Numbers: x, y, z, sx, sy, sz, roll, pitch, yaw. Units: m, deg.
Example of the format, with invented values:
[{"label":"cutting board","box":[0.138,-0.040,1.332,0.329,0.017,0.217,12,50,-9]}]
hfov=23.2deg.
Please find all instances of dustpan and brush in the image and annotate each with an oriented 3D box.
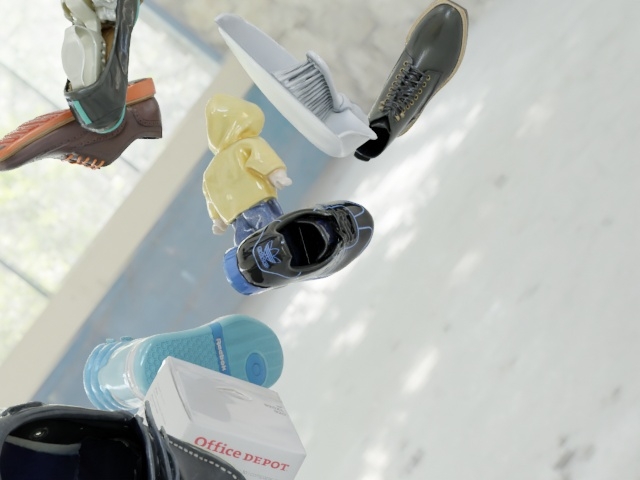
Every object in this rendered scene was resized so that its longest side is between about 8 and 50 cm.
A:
[{"label":"dustpan and brush","box":[0.002,-0.112,1.257,0.060,0.147,0.211,-44,-19,-5]}]

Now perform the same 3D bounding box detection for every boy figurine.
[{"label":"boy figurine","box":[-0.104,-0.071,2.184,0.177,0.092,0.285,-42,57,43]}]

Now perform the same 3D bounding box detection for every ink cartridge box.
[{"label":"ink cartridge box","box":[-0.156,0.302,1.992,0.233,0.171,0.168,-63,26,16]}]

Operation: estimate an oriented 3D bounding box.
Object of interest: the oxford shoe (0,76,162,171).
[{"label":"oxford shoe","box":[-0.320,-0.134,2.091,0.271,0.098,0.097,-26,15,-33]}]

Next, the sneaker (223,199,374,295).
[{"label":"sneaker","box":[0.000,0.000,1.686,0.090,0.081,0.232,-25,0,41]}]

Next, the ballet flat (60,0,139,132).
[{"label":"ballet flat","box":[-0.290,-0.272,2.029,0.095,0.096,0.280,-20,53,22]}]

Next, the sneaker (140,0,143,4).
[{"label":"sneaker","box":[-0.375,-0.452,2.476,0.112,0.131,0.296,-54,-16,-2]}]

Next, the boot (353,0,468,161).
[{"label":"boot","box":[0.111,-0.189,1.896,0.198,0.077,0.137,-66,-8,29]}]

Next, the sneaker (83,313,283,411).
[{"label":"sneaker","box":[-0.221,0.187,2.356,0.208,0.127,0.319,-12,-9,40]}]

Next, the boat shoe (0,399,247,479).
[{"label":"boat shoe","box":[-0.204,0.254,1.522,0.156,0.500,0.187,-17,67,30]}]
